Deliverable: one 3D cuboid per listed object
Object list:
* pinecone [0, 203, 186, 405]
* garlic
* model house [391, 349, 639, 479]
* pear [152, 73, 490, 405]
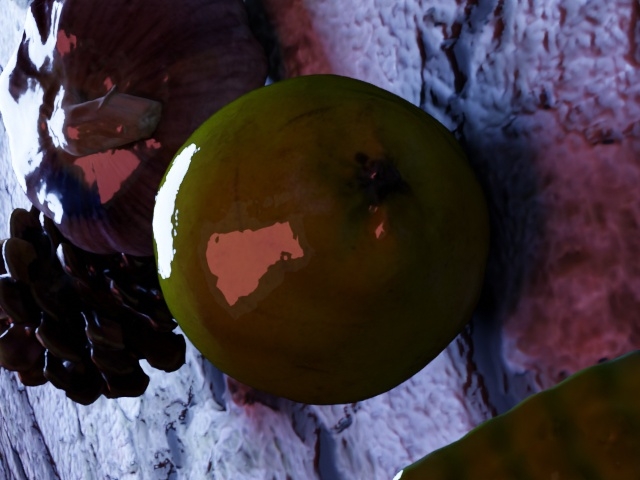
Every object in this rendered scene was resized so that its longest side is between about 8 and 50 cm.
[{"bbox_3d":[-0.183,0.035,1.594,0.208,0.207,0.208,39,135,54],"label":"pinecone"},{"bbox_3d":[-0.154,-0.101,1.437,0.245,0.160,0.245,6,100,33],"label":"garlic"},{"bbox_3d":[0.169,0.187,0.796,0.237,0.303,0.215,63,145,30],"label":"model house"},{"bbox_3d":[0.000,0.000,1.165,0.269,0.212,0.212,136,119,-71],"label":"pear"}]
